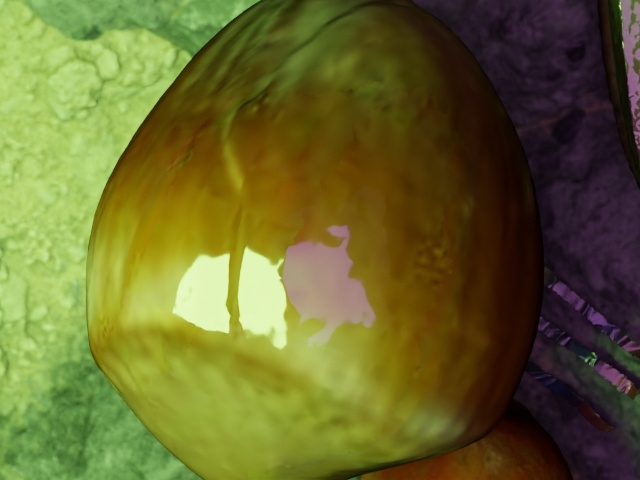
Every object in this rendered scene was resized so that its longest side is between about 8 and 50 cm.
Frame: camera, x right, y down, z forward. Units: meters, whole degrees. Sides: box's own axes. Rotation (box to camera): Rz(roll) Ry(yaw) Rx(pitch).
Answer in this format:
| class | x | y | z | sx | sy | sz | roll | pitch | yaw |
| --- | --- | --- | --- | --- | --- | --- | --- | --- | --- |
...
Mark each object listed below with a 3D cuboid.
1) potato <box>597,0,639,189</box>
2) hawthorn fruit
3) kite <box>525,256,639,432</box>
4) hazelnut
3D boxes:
| class | x | y | z | sx | sy | sz | roll | pitch | yaw |
| --- | --- | --- | --- | --- | --- | --- | --- | --- | --- |
| potato | 0.337 | -0.185 | 1.242 | 0.255 | 0.112 | 0.270 | -7 | 100 | 3 |
| hawthorn fruit | 0.113 | 0.202 | 1.285 | 0.185 | 0.185 | 0.202 | 5 | 94 | 6 |
| kite | 0.152 | 0.052 | 1.341 | 0.245 | 0.015 | 0.141 | 36 | 102 | 1 |
| hazelnut | 0.000 | 0.000 | 1.174 | 0.315 | 0.372 | 0.372 | 8 | 100 | -25 |
